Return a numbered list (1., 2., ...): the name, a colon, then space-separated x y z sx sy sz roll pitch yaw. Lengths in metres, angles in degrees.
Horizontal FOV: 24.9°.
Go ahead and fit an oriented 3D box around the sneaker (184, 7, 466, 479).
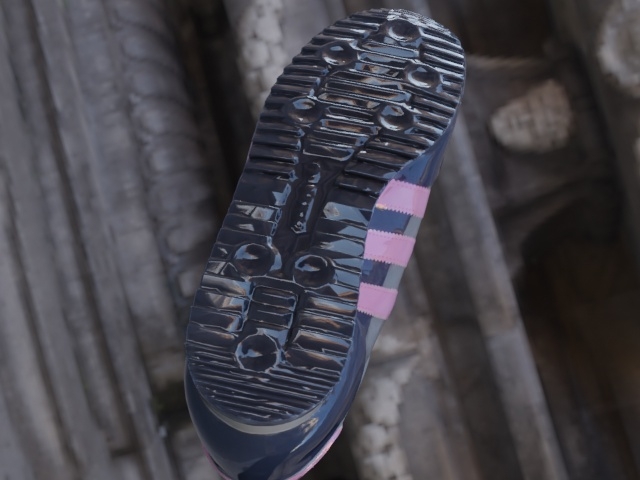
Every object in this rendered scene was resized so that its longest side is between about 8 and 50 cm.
1. sneaker: 0.000 0.000 0.846 0.131 0.112 0.319 95 17 -52
